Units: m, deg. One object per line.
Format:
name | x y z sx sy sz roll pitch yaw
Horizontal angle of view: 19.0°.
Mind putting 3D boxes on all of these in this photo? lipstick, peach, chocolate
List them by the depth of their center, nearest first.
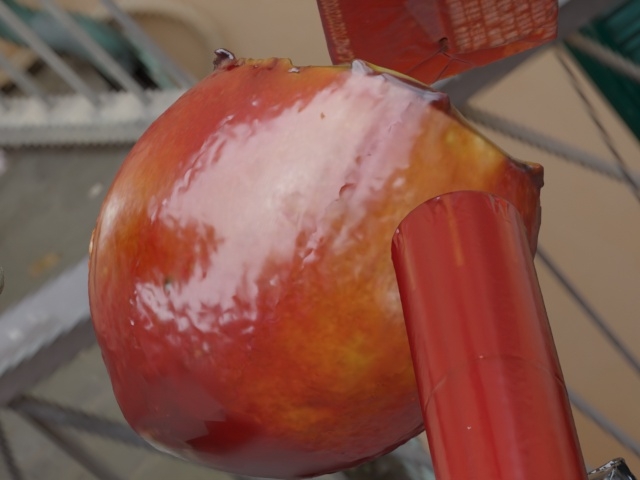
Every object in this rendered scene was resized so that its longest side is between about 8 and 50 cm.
lipstick | 0.081 0.076 0.881 0.073 0.073 0.280 -31 32 17
peach | 0.000 0.000 1.225 0.338 0.281 0.281 -49 28 37
chocolate | 0.104 -0.258 1.854 0.234 0.237 0.108 -21 60 0

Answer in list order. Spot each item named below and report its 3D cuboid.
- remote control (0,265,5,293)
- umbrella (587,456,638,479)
remote control | -0.275 -0.033 1.228 0.038 0.090 0.309 -41 33 -9
umbrella | 0.104 0.249 1.452 0.340 0.118 0.118 -33 36 33
